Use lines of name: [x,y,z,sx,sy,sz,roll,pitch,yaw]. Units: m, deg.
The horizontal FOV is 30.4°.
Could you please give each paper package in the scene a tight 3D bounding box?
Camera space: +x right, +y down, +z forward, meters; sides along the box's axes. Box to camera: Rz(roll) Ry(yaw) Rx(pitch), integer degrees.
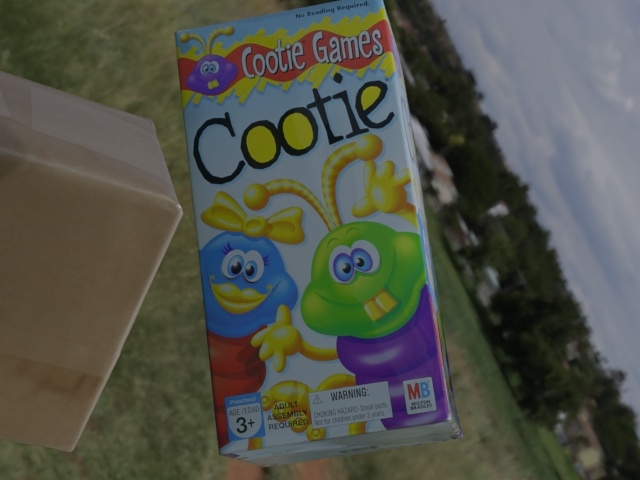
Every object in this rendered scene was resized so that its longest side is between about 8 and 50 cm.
paper package: [-0.330,0.005,1.050,0.325,0.309,0.168,16,26,-27]

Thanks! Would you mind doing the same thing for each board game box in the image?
board game box: [0.000,0.000,0.784,0.142,0.144,0.275,57,24,-73]
